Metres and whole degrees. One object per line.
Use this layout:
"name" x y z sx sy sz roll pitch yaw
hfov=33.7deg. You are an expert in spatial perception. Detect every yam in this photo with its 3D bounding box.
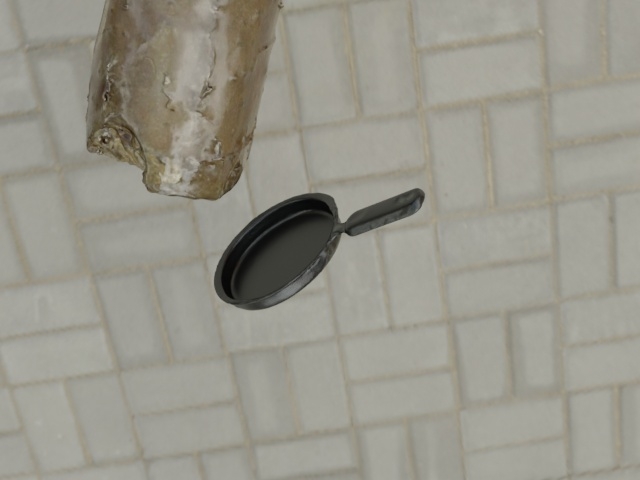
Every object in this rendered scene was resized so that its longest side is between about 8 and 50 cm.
"yam" -0.087 -0.157 0.733 0.129 0.128 0.238 8 106 -14

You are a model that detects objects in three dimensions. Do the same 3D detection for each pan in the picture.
"pan" 0.000 0.000 0.921 0.235 0.136 0.028 -17 127 40
